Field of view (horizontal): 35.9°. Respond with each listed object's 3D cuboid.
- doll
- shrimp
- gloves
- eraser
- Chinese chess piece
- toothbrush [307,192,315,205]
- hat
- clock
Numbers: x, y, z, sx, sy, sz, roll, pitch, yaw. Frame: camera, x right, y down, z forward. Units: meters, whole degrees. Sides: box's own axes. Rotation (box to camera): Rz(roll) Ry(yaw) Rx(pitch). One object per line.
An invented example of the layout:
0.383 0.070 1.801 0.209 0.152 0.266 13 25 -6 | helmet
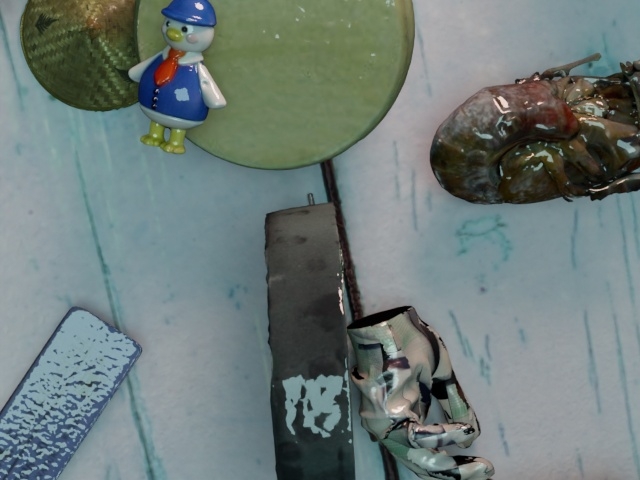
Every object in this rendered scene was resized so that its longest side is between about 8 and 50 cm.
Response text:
-0.117 -0.144 0.825 0.099 0.058 0.142 24 109 23 | doll
0.269 -0.118 0.953 0.343 0.116 0.145 -13 120 -8 | shrimp
0.097 0.172 0.962 0.111 0.127 0.212 -17 93 4 | gloves
-0.265 0.172 0.954 0.082 0.036 0.225 34 90 -10 | eraser
-0.041 -0.187 0.885 0.250 0.101 0.250 1 112 2 | Chinese chess piece
0.000 0.000 0.984 0.006 0.008 0.096 -15 96 -19 | toothbrush
-0.208 -0.192 0.912 0.146 0.067 0.146 -1 95 -7 | hat
-0.008 0.121 0.845 0.062 0.312 0.312 -4 96 -1 | clock
